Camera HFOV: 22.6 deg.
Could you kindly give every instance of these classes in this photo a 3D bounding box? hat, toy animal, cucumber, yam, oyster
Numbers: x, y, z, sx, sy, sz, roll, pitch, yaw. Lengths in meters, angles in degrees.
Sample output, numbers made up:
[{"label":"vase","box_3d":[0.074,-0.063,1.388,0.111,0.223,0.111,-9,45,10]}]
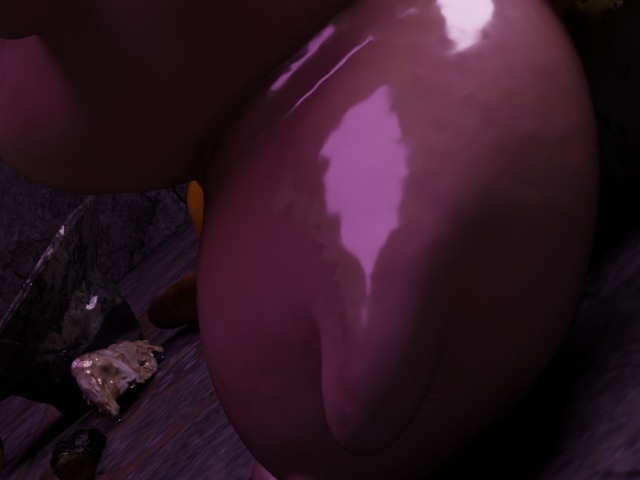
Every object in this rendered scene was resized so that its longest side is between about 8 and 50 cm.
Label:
[{"label":"hat","box_3d":[-0.251,0.099,1.585,0.265,0.128,0.265,-54,3,4]},{"label":"toy animal","box_3d":[-0.036,-0.069,0.626,0.277,0.247,0.345,-35,36,55]},{"label":"cucumber","box_3d":[-0.182,0.158,1.195,0.033,0.034,0.135,-46,6,-3]},{"label":"yam","box_3d":[-0.106,0.049,1.444,0.046,0.046,0.264,-43,8,-22]},{"label":"oyster","box_3d":[-0.181,0.109,1.406,0.106,0.061,0.200,-41,6,-20]}]

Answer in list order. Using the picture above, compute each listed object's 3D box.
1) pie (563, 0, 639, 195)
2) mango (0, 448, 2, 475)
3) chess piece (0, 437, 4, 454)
[{"label":"pie","box_3d":[0.173,-0.129,0.803,0.355,0.103,0.288,-39,13,9]},{"label":"mango","box_3d":[-0.396,0.244,1.281,0.176,0.176,0.329,18,42,31]},{"label":"chess piece","box_3d":[-0.367,0.225,1.701,0.067,0.067,0.103,-41,-3,-9]}]
